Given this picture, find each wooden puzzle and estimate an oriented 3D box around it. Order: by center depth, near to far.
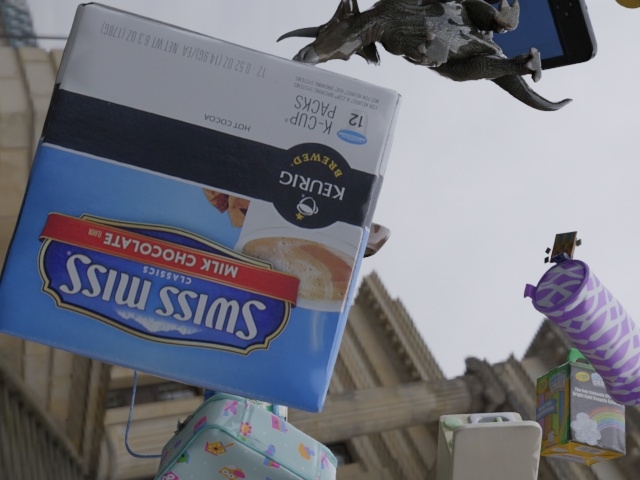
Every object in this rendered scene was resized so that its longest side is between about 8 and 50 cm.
[{"bbox_3d":[0.378,0.011,1.371,0.083,0.006,0.049,-10,-119,66],"label":"wooden puzzle"}]

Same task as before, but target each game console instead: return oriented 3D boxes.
[{"bbox_3d":[0.312,-0.403,1.595,0.293,0.173,0.250,3,-63,59],"label":"game console"}]

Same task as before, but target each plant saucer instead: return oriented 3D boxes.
[{"bbox_3d":[0.000,0.000,1.051,0.168,0.168,0.029,161,-65,-64],"label":"plant saucer"}]

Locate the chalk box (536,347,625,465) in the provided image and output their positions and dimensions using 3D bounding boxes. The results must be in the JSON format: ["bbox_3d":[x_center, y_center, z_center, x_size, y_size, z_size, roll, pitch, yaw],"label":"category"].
[{"bbox_3d":[0.524,0.329,1.782,0.132,0.132,0.213,126,-24,-60],"label":"chalk box"}]

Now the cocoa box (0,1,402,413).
[{"bbox_3d":[-0.093,-0.004,0.733,0.347,0.231,0.228,135,-30,-82],"label":"cocoa box"}]

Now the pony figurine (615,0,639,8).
[{"bbox_3d":[0.576,-0.464,1.110,0.363,0.302,0.351,-62,-160,-10],"label":"pony figurine"}]

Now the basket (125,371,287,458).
[{"bbox_3d":[-0.203,0.272,1.612,0.201,0.289,0.255,117,-24,-69],"label":"basket"}]

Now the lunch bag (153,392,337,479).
[{"bbox_3d":[-0.130,0.389,1.471,0.224,0.279,0.108,-48,-162,29],"label":"lunch bag"}]

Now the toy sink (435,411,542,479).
[{"bbox_3d":[0.293,0.389,1.567,0.131,0.152,0.234,-99,-173,-65],"label":"toy sink"}]

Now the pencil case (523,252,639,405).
[{"bbox_3d":[0.338,0.115,1.078,0.088,0.206,0.086,-28,-156,38],"label":"pencil case"}]

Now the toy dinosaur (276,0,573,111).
[{"bbox_3d":[0.131,-0.210,0.906,0.160,0.313,0.121,26,-70,62],"label":"toy dinosaur"}]
